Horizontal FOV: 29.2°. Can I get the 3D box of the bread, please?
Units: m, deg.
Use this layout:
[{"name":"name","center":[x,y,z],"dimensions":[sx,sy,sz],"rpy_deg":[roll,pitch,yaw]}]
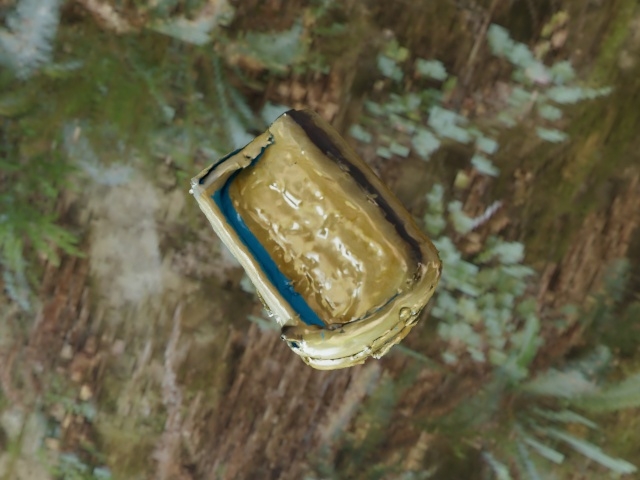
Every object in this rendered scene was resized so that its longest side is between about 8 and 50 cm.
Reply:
[{"name":"bread","center":[0.000,0.000,0.511],"dimensions":[0.106,0.072,0.053],"rpy_deg":[53,177,25]}]
